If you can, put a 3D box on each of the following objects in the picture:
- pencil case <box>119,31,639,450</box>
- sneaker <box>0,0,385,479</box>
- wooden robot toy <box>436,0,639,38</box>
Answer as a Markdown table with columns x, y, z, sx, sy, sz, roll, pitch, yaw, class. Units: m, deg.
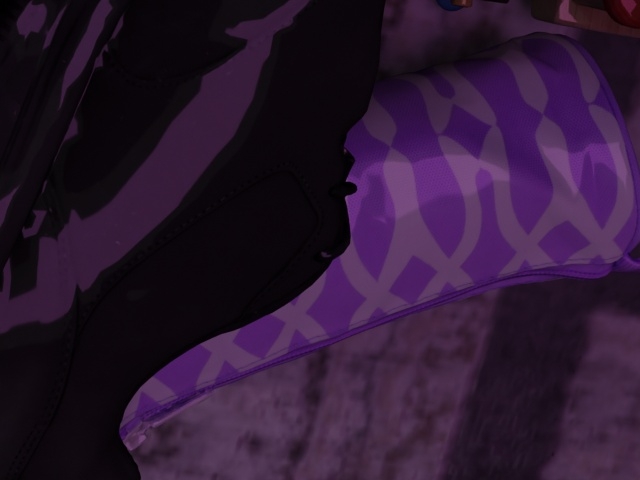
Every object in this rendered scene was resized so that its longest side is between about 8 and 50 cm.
| x | y | z | sx | sy | sz | roll | pitch | yaw | class |
| --- | --- | --- | --- | --- | --- | --- | --- | --- | --- |
| 0.000 | 0.000 | 0.602 | 0.206 | 0.086 | 0.088 | -20 | 77 | -12 | pencil case |
| -0.033 | -0.054 | 0.502 | 0.130 | 0.109 | 0.286 | 33 | 99 | -29 | sneaker |
| 0.111 | -0.105 | 0.623 | 0.173 | 0.076 | 0.079 | 6 | 94 | -22 | wooden robot toy |
